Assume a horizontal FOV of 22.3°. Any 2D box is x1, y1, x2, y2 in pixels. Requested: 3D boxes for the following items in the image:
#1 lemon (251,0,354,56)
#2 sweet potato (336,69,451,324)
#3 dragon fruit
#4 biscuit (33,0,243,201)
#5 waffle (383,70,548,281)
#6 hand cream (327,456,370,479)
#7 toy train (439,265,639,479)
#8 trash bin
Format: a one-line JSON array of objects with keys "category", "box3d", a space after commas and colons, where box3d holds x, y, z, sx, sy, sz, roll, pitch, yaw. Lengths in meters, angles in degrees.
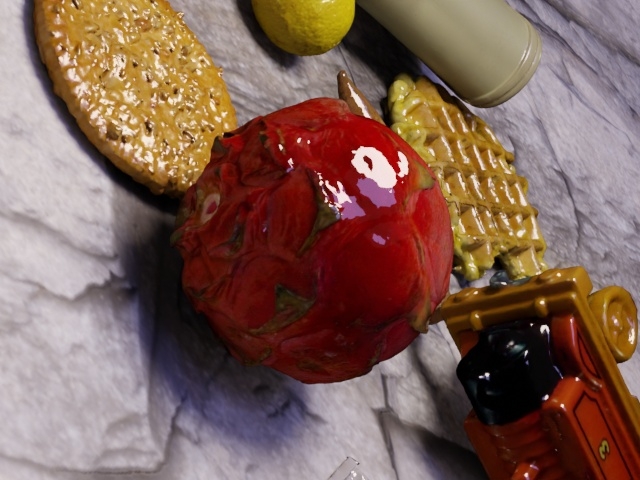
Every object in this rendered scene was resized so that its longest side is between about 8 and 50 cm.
[{"category": "lemon", "box3d": [-0.019, -0.255, 1.703, 0.109, 0.109, 0.133, -60, 140, -60]}, {"category": "sweet potato", "box3d": [0.067, -0.044, 1.690, 0.067, 0.059, 0.281, 8, 55, -45]}, {"category": "dragon fruit", "box3d": [-0.005, 0.002, 1.346, 0.252, 0.241, 0.241, 59, 24, -29]}, {"category": "biscuit", "box3d": [-0.156, -0.147, 1.435, 0.254, 0.035, 0.254, 39, 33, -32]}, {"category": "waffle", "box3d": [0.173, -0.063, 1.896, 0.301, 0.058, 0.281, 32, 38, -44]}, {"category": "hand cream", "box3d": [0.091, 0.298, 1.403, 0.257, 0.050, 0.084, 54, 30, -4]}, {"category": "toy train", "box3d": [0.246, 0.205, 1.599, 0.369, 0.163, 0.231, 62, 36, -18]}, {"category": "trash bin", "box3d": [0.115, -0.288, 1.905, 0.247, 0.121, 0.243, 33, 12, -36]}]
